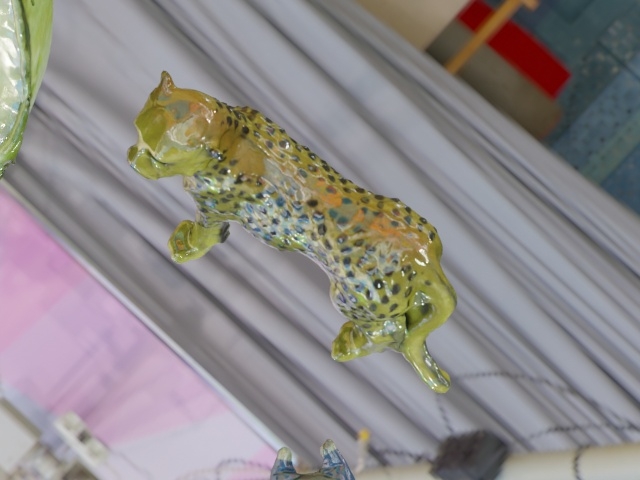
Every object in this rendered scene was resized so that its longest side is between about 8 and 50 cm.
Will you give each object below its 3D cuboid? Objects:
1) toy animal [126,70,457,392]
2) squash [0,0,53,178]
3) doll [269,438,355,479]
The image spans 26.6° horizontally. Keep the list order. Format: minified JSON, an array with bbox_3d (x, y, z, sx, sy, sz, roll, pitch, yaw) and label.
[{"bbox_3d":[0.000,0.000,0.609,0.073,0.181,0.136,-53,177,-16],"label":"toy animal"},{"bbox_3d":[-0.196,-0.099,0.518,0.220,0.220,0.133,-49,-169,32],"label":"squash"},{"bbox_3d":[0.006,0.131,0.476,0.037,0.125,0.027,-9,-175,7],"label":"doll"}]
